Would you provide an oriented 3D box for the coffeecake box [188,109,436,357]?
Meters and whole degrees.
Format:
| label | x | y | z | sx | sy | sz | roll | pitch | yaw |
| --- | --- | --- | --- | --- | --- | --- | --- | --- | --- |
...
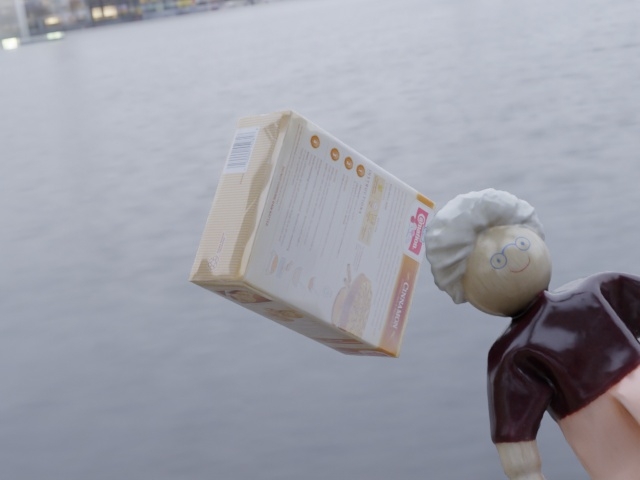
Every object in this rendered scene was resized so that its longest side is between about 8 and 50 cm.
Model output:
| label | x | y | z | sx | sy | sz | roll | pitch | yaw |
| --- | --- | --- | --- | --- | --- | --- | --- | --- | --- |
| coffeecake box | 0.000 | 0.000 | 0.935 | 0.068 | 0.142 | 0.185 | -2 | -23 | 46 |

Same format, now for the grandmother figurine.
| label | x | y | z | sx | sy | sz | roll | pitch | yaw |
| --- | --- | --- | --- | --- | --- | --- | --- | --- | --- |
| grandmother figurine | 0.202 | 0.100 | 0.803 | 0.207 | 0.342 | 0.104 | -33 | -15 | -28 |
